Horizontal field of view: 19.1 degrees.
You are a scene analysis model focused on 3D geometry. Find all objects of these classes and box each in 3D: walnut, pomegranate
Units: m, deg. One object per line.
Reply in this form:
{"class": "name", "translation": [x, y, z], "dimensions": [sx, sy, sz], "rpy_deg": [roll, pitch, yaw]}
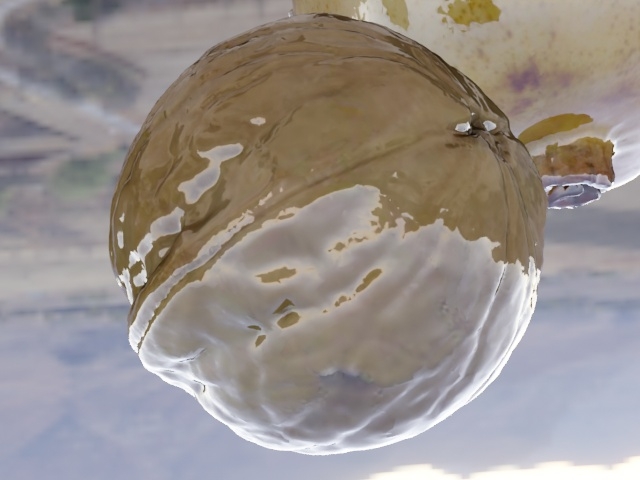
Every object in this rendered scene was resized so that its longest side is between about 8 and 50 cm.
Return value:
{"class": "walnut", "translation": [0.000, 0.000, 0.970], "dimensions": [0.228, 0.228, 0.228], "rpy_deg": [-4, 175, 0]}
{"class": "pomegranate", "translation": [0.158, -0.198, 1.579], "dimensions": [0.416, 0.417, 0.416], "rpy_deg": [-4, 175, 0]}
